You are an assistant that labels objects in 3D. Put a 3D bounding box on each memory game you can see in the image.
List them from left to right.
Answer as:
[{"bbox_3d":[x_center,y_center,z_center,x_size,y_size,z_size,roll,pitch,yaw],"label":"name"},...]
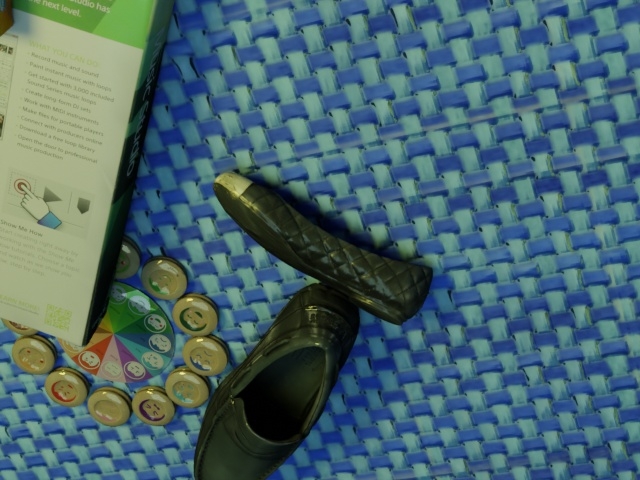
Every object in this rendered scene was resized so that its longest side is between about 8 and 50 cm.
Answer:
[{"bbox_3d":[-0.163,0.074,1.063,0.186,0.012,0.186,6,123,9],"label":"memory game"}]

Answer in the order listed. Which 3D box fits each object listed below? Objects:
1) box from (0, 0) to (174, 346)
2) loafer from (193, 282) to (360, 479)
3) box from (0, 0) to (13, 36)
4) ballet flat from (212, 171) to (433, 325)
[{"bbox_3d":[-0.236,-0.098,0.940,0.232,0.058,0.322,19,123,1],"label":"box"},{"bbox_3d":[-0.042,0.128,1.029,0.076,0.078,0.223,29,123,-5],"label":"loafer"},{"bbox_3d":[-0.262,-0.177,0.852,0.136,0.028,0.081,8,120,6],"label":"box"},{"bbox_3d":[0.000,0.000,0.969,0.173,0.049,0.057,32,166,-7],"label":"ballet flat"}]
